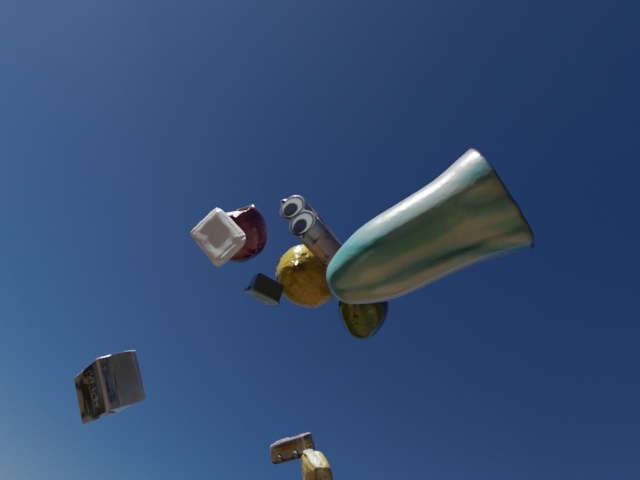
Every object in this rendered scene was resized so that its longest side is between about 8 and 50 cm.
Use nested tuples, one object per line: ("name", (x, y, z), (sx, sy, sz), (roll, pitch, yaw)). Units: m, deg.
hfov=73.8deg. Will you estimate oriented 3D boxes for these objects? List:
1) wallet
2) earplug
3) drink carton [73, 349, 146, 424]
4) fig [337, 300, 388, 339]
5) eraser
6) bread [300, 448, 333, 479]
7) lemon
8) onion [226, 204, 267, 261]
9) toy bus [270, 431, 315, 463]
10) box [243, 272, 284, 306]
("wallet", (-0.297, -0.011, 1.246), (0.183, 0.124, 0.032), (42, -6, 33))
("earplug", (0.154, 0.010, 0.714), (0.324, 0.185, 0.185), (-30, -68, 13))
("drink carton", (-0.568, 0.393, 1.140), (0.222, 0.102, 0.134), (-34, -109, 40))
("fig", (0.147, 0.254, 1.497), (0.181, 0.181, 0.190), (0, -81, 26))
("eraser", (0.000, 0.000, 1.242), (0.087, 0.171, 0.290), (-38, -40, 3))
("bread", (-0.006, 0.710, 1.294), (0.106, 0.082, 0.125), (9, -79, 60))
("lemon", (-0.043, 0.139, 1.589), (0.229, 0.228, 0.253), (-18, -52, 36))
("onion", (-0.272, -0.016, 1.418), (0.208, 0.200, 0.200), (-22, -61, 5))
("toy bus", (-0.095, 0.684, 1.402), (0.172, 0.072, 0.058), (-33, -28, 33))
("box", (-0.183, 0.162, 1.407), (0.122, 0.069, 0.084), (32, -25, -21))
